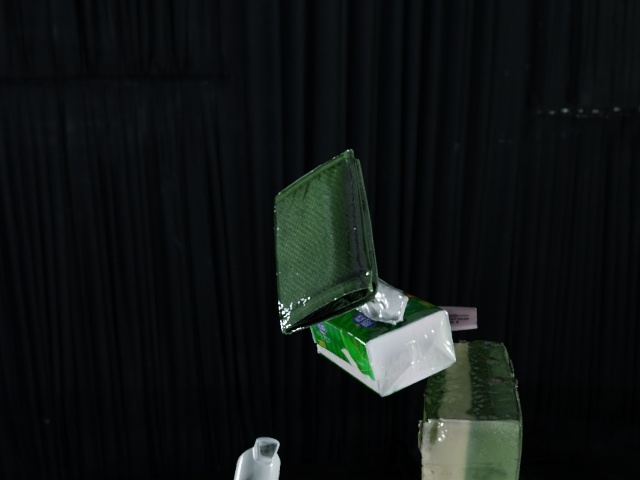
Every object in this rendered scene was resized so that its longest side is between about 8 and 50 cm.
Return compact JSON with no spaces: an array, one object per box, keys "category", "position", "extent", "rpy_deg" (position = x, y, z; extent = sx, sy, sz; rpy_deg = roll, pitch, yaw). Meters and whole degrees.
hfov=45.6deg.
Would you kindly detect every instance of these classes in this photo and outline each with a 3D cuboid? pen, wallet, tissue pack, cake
[{"category":"pen","position":[0.208,0.155,1.503],"extent":[0.197,0.053,0.032],"rpy_deg":[-3,174,9]},{"category":"wallet","position":[0.002,0.001,1.070],"extent":[0.160,0.235,0.055],"rpy_deg":[-27,139,29]},{"category":"tissue pack","position":[0.086,0.126,1.212],"extent":[0.148,0.156,0.209],"rpy_deg":[-22,-159,-21]},{"category":"cake","position":[0.252,0.300,1.293],"extent":[0.158,0.172,0.283],"rpy_deg":[0,-161,10]}]

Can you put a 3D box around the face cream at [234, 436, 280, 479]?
[{"category":"face cream","position":[-0.119,0.495,1.165],"extent":[0.146,0.369,0.145],"rpy_deg":[8,151,4]}]
